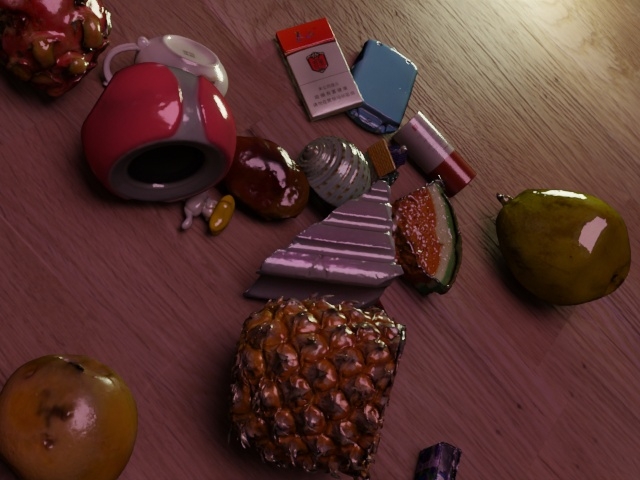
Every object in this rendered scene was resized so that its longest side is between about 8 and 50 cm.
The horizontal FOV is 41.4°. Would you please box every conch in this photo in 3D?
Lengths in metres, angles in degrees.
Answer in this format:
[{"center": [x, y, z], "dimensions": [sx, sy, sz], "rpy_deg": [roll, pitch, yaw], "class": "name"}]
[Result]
[{"center": [0.046, -0.159, 1.918], "dimensions": [0.200, 0.131, 0.172], "rpy_deg": [17, 21, -33], "class": "conch"}]

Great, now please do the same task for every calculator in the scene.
[{"center": [0.152, -0.398, 2.168], "dimensions": [0.173, 0.051, 0.293], "rpy_deg": [29, 55, -12], "class": "calculator"}]

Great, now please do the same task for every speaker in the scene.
[{"center": [-0.304, -0.202, 1.644], "dimensions": [0.294, 0.294, 0.294], "rpy_deg": [14, 60, -25], "class": "speaker"}]

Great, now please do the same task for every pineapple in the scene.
[{"center": [-0.010, 0.262, 1.543], "dimensions": [0.300, 0.352, 0.352], "rpy_deg": [9, 58, 4], "class": "pineapple"}]

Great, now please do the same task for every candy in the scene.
[{"center": [0.210, 0.556, 1.686], "dimensions": [0.061, 0.088, 0.312], "rpy_deg": [27, 55, -11], "class": "candy"}]

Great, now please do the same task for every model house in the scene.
[{"center": [0.161, -0.186, 2.034], "dimensions": [0.101, 0.100, 0.087], "rpy_deg": [-11, 72, -35], "class": "model house"}]

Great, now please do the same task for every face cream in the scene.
[{"center": [0.286, -0.215, 2.127], "dimensions": [0.214, 0.096, 0.096], "rpy_deg": [47, 52, -3], "class": "face cream"}]

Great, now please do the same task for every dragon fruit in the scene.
[{"center": [-0.531, -0.431, 1.652], "dimensions": [0.250, 0.269, 0.291], "rpy_deg": [-15, 71, -26], "class": "dragon fruit"}]

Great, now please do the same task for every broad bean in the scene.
[{"center": [-0.125, -0.136, 1.823], "dimensions": [0.229, 0.122, 0.156], "rpy_deg": [34, 51, -7], "class": "broad bean"}]

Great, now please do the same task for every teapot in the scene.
[{"center": [-0.312, -0.355, 1.818], "dimensions": [0.298, 0.139, 0.204], "rpy_deg": [18, 31, -19], "class": "teapot"}]

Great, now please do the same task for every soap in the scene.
[{"center": [0.000, 0.000, 1.779], "dimensions": [0.302, 0.159, 0.257], "rpy_deg": [8, 57, -13], "class": "soap"}]

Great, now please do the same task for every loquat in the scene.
[{"center": [-0.411, 0.306, 1.367], "dimensions": [0.244, 0.244, 0.243], "rpy_deg": [14, 60, -25], "class": "loquat"}]

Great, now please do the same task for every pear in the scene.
[{"center": [0.583, 0.000, 2.095], "dimensions": [0.375, 0.287, 0.287], "rpy_deg": [39, 50, 13], "class": "pear"}]

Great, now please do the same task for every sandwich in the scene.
[{"center": [0.226, 0.001, 1.978], "dimensions": [0.212, 0.109, 0.292], "rpy_deg": [-7, 67, -27], "class": "sandwich"}]

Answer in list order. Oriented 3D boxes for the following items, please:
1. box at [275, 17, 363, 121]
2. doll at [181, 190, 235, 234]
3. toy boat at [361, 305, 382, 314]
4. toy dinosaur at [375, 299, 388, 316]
[{"center": [-0.004, -0.418, 2.066], "dimensions": [0.139, 0.035, 0.245], "rpy_deg": [-18, 77, -11], "class": "box"}, {"center": [-0.240, -0.065, 1.756], "dimensions": [0.113, 0.071, 0.135], "rpy_deg": [46, 56, 7], "class": "doll"}, {"center": [0.106, 0.214, 1.807], "dimensions": [0.057, 0.077, 0.200], "rpy_deg": [8, 62, -29], "class": "toy boat"}, {"center": [0.095, 0.077, 1.902], "dimensions": [0.220, 0.032, 0.108], "rpy_deg": [52, 49, -1], "class": "toy dinosaur"}]
